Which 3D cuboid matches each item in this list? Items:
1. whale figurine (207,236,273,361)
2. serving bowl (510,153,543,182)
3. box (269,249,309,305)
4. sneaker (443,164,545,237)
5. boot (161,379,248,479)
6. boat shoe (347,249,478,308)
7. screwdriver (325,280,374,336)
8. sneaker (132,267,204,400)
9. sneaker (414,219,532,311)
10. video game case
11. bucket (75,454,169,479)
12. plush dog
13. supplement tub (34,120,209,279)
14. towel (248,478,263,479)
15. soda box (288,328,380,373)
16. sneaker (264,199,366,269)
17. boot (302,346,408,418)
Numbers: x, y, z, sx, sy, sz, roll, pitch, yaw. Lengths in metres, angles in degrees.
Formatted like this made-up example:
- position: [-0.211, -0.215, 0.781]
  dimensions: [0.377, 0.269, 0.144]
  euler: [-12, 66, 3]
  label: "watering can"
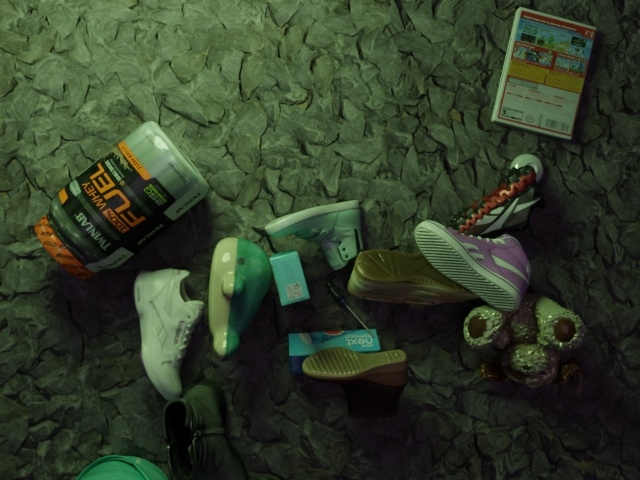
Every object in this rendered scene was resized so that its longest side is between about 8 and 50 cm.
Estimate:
- position: [-0.178, 0.130, 1.293]
  dimensions: [0.141, 0.216, 0.272]
  euler: [5, 71, -12]
  label: "whale figurine"
- position: [0.510, -0.173, 1.431]
  dimensions: [0.083, 0.027, 0.083]
  euler: [0, 90, -3]
  label: "serving bowl"
- position: [-0.069, 0.075, 1.281]
  dimensions: [0.060, 0.244, 0.101]
  euler: [-15, 92, -4]
  label: "box"
- position: [0.418, -0.054, 1.390]
  dimensions: [0.276, 0.097, 0.135]
  euler: [-37, 99, 1]
  label: "sneaker"
- position: [-0.261, 0.490, 1.274]
  dimensions: [0.118, 0.222, 0.338]
  euler: [-18, 90, 7]
  label: "boot"
- position: [0.233, 0.097, 1.377]
  dimensions: [0.340, 0.110, 0.122]
  euler: [8, 46, -11]
  label: "boat shoe"
- position: [0.068, 0.165, 1.378]
  dimensions: [0.025, 0.024, 0.170]
  euler: [-30, 71, -20]
  label: "screwdriver"
- position: [-0.334, 0.211, 1.326]
  dimensions: [0.152, 0.114, 0.305]
  euler: [-8, 91, -3]
  label: "sneaker"
- position: [0.353, 0.022, 1.329]
  dimensions: [0.282, 0.102, 0.161]
  euler: [38, 59, 0]
  label: "sneaker"
- position: [0.549, -0.407, 1.434]
  dimensions: [0.204, 0.025, 0.285]
  euler: [13, 90, -4]
  label: "video game case"
- position: [-0.456, 0.624, 1.288]
  dimensions: [0.281, 0.183, 0.281]
  euler: [0, 90, -5]
  label: "bucket"
- position: [0.486, 0.241, 1.380]
  dimensions: [0.262, 0.210, 0.226]
  euler: [-3, 106, 24]
  label: "plush dog"
- position: [-0.429, -0.082, 1.272]
  dimensions: [0.338, 0.207, 0.207]
  euler: [-41, 93, -3]
  label: "supplement tub"
- position: [-0.125, 0.606, 1.389]
  dimensions: [0.119, 0.029, 0.067]
  euler: [10, 90, -4]
  label: "towel"
- position: [0.030, 0.259, 1.366]
  dimensions: [0.210, 0.071, 0.067]
  euler: [-2, 127, -5]
  label: "soda box"
- position: [0.001, 0.000, 1.319]
  dimensions: [0.255, 0.094, 0.151]
  euler: [-13, 92, -35]
  label: "sneaker"
- position: [0.076, 0.340, 1.329]
  dimensions: [0.248, 0.090, 0.207]
  euler: [-1, 126, -10]
  label: "boot"
